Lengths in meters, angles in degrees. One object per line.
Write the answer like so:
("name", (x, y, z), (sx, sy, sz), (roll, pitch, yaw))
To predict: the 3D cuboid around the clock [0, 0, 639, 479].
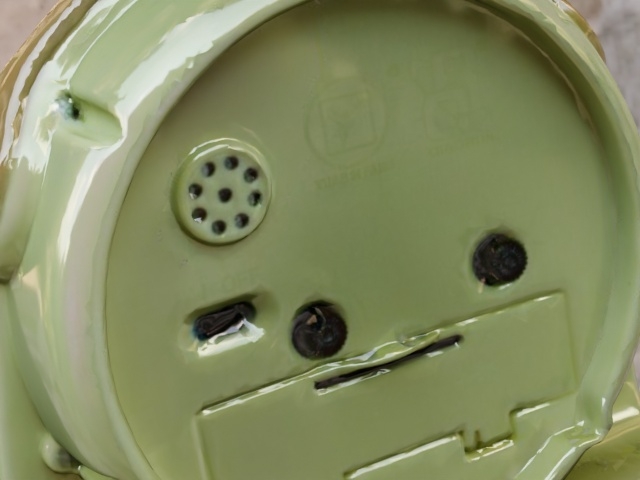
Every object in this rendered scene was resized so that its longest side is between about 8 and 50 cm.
("clock", (0.000, 0.000, 0.499), (0.235, 0.308, 0.096), (-17, 18, -21))
